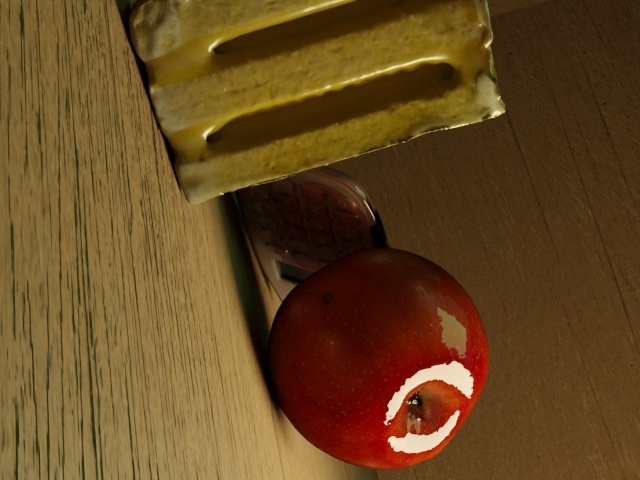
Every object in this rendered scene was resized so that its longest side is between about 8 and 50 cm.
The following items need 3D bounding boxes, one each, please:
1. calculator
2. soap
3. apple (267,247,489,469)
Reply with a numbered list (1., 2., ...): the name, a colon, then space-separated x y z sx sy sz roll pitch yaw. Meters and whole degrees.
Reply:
1. calculator: 0.000 0.000 1.455 0.048 0.220 0.330 -55 149 -29
2. soap: -0.002 -0.173 1.039 0.091 0.314 0.199 -103 176 -67
3. apple: 0.067 0.138 1.320 0.216 0.260 0.260 50 -15 44
